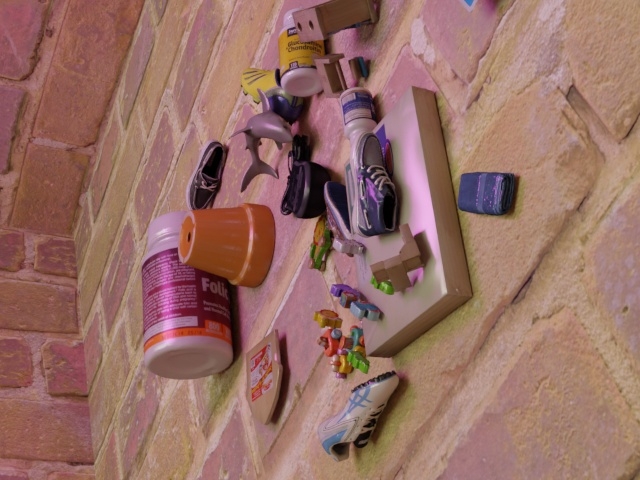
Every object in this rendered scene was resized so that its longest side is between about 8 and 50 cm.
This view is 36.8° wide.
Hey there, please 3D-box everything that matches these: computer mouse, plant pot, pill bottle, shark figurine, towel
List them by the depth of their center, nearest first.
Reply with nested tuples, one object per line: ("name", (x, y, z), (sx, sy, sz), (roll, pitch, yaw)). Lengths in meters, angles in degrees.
("towel", (0.257, -0.073, 1.487), (0.119, 0.029, 0.067), (11, 92, 64))
("pill bottle", (0.076, -0.233, 1.876), (0.067, 0.067, 0.120), (-49, 40, 49))
("computer mouse", (-0.023, -0.119, 2.062), (0.272, 0.072, 0.189), (-128, 48, -73))
("pill bottle", (-0.042, -0.421, 2.141), (0.103, 0.103, 0.184), (-43, 46, 53))
("shark figurine", (-0.160, -0.230, 2.207), (0.166, 0.116, 0.278), (60, 156, 10))
("plant pot", (-0.236, 0.002, 2.322), (0.205, 0.187, 0.205), (-32, 54, 59))
("pill bottle", (-0.345, 0.137, 2.474), (0.224, 0.224, 0.392), (-48, 41, 50))

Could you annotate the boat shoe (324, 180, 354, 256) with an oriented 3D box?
("boat shoe", (0.039, -0.043, 1.898), (0.183, 0.066, 0.066), (-109, 35, -45))

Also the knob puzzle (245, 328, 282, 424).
("knob puzzle", (-0.119, 0.319, 2.164), (0.213, 0.030, 0.213), (-32, 54, 58))

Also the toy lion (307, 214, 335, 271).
("toy lion", (0.000, 0.000, 2.014), (0.096, 0.034, 0.100), (-102, 31, -51))

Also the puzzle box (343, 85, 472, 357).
("puzzle box", (0.142, -0.031, 1.692), (0.272, 0.052, 0.409), (133, 138, -52))

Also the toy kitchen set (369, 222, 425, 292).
("toy kitchen set", (0.123, 0.033, 1.578), (0.068, 0.083, 0.075), (64, -173, -47))

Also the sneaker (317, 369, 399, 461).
("sneaker", (0.077, 0.310, 1.708), (0.086, 0.085, 0.237), (54, 133, 21))

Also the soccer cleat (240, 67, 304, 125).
("soccer cleat", (-0.108, -0.368, 2.290), (0.289, 0.093, 0.121), (50, 122, 55))

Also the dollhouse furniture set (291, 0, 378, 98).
("dollhouse furniture set", (0.044, -0.401, 1.977), (0.129, 0.129, 0.184), (21, 131, 65))

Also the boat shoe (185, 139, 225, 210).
("boat shoe", (-0.320, -0.172, 2.687), (0.070, 0.077, 0.219), (43, 119, 62))

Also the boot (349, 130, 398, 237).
("boot", (0.101, -0.101, 1.674), (0.086, 0.069, 0.190), (-6, 85, 57))

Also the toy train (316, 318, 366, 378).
("toy train", (0.036, 0.194, 1.853), (0.166, 0.046, 0.125), (-50, 40, 49))

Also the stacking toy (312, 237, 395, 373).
("stacking toy", (0.064, 0.110, 1.700), (0.221, 0.052, 0.167), (44, 124, 58))

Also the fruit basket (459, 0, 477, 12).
("fruit basket", (0.225, -0.600, 1.567), (0.327, 0.165, 0.353), (-63, 34, 34))
